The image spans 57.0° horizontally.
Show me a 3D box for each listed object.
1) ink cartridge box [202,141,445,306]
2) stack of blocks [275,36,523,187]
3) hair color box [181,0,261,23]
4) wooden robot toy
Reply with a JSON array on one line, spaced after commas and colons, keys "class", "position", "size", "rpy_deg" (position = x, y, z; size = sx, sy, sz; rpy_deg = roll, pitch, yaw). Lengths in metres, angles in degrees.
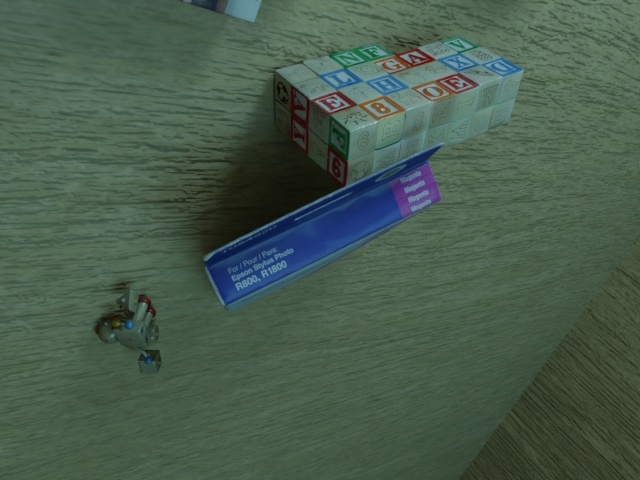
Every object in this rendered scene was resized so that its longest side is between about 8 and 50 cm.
[{"class": "ink cartridge box", "position": [0.000, 0.000, 0.832], "size": [0.324, 0.071, 0.330], "rpy_deg": [-26, 177, -10]}, {"class": "stack of blocks", "position": [0.106, -0.196, 0.815], "size": [0.297, 0.171, 0.087], "rpy_deg": [-23, 139, -25]}, {"class": "hair color box", "position": [-0.131, -0.294, 0.603], "size": [0.167, 0.053, 0.093], "rpy_deg": [0, 126, -41]}, {"class": "wooden robot toy", "position": [-0.293, 0.133, 0.886], "size": [0.079, 0.076, 0.173], "rpy_deg": [-1, 137, 4]}]
